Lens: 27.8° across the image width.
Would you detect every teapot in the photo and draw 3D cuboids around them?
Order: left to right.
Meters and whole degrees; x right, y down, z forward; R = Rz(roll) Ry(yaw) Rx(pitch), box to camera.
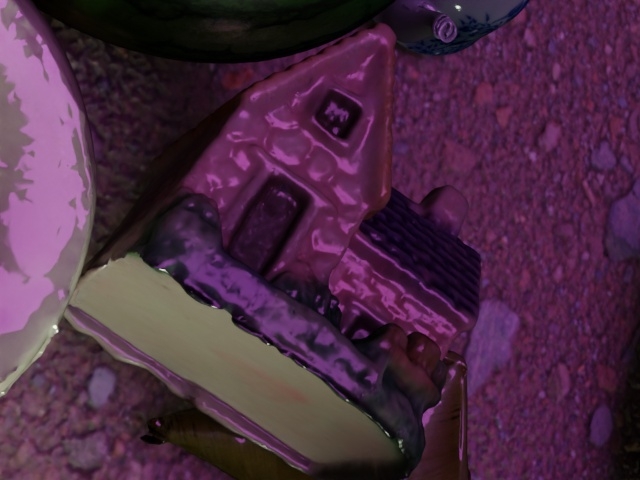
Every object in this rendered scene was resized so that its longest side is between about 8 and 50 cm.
[{"bbox_3d":[0.121,-0.238,1.040,0.159,0.159,0.232,41,67,-24],"label":"teapot"}]

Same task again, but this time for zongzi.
[{"bbox_3d":[0.005,0.210,0.968,0.256,0.115,0.228,-10,97,-26],"label":"zongzi"}]

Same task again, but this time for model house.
[{"bbox_3d":[0.000,0.000,0.848,0.237,0.202,0.237,34,64,-9],"label":"model house"}]

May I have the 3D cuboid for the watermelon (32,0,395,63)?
[{"bbox_3d":[-0.072,-0.273,0.798,0.363,0.363,0.363,2,86,-32],"label":"watermelon"}]

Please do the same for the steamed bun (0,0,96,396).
[{"bbox_3d":[-0.289,-0.038,0.729,0.324,0.206,0.324,-4,99,-30],"label":"steamed bun"}]
